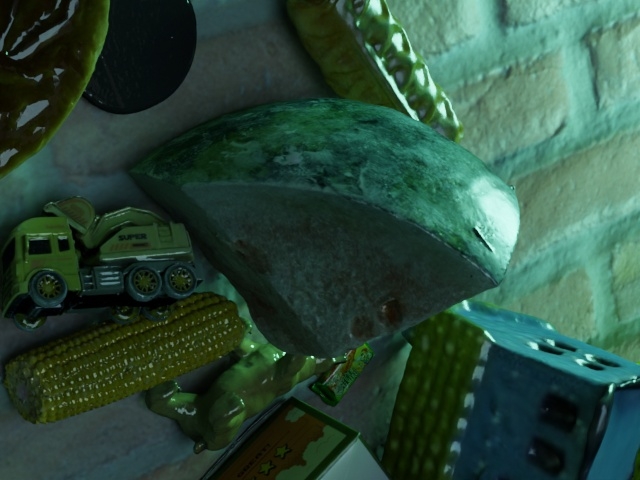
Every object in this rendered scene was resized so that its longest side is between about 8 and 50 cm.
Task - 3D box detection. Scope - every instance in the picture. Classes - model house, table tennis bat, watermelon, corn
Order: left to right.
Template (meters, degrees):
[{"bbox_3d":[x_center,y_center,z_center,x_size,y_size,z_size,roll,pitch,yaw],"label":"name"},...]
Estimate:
[{"bbox_3d":[-0.215,-0.179,1.405,0.236,0.027,0.150,-33,117,-28],"label":"table tennis bat"},{"bbox_3d":[-0.188,0.112,1.456,0.248,0.081,0.081,-19,111,-32],"label":"corn"},{"bbox_3d":[0.000,0.000,1.456,0.228,0.387,0.258,-53,154,-59],"label":"watermelon"},{"bbox_3d":[0.210,0.204,1.650,0.215,0.303,0.237,0,109,-54],"label":"model house"}]

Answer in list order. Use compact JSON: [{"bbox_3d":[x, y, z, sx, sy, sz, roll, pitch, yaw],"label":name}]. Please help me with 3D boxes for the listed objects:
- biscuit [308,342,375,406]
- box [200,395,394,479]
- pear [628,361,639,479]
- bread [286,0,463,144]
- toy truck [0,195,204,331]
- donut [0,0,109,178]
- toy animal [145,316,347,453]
[{"bbox_3d":[0.028,0.147,1.666,0.089,0.016,0.046,-52,125,-16],"label":"biscuit"},{"bbox_3d":[-0.011,0.308,1.591,0.177,0.148,0.195,-45,123,-16],"label":"box"},{"bbox_3d":[0.464,0.334,1.819,0.391,0.391,0.391,-9,106,-35],"label":"pear"},{"bbox_3d":[0.056,-0.188,1.567,0.269,0.098,0.087,54,30,-32],"label":"bread"},{"bbox_3d":[-0.210,0.016,1.397,0.191,0.085,0.116,-3,69,-24],"label":"toy truck"},{"bbox_3d":[-0.350,-0.194,1.225,0.330,0.160,0.330,-15,115,-35],"label":"donut"},{"bbox_3d":[-0.070,0.151,1.558,0.218,0.103,0.101,-39,138,-26],"label":"toy animal"}]
